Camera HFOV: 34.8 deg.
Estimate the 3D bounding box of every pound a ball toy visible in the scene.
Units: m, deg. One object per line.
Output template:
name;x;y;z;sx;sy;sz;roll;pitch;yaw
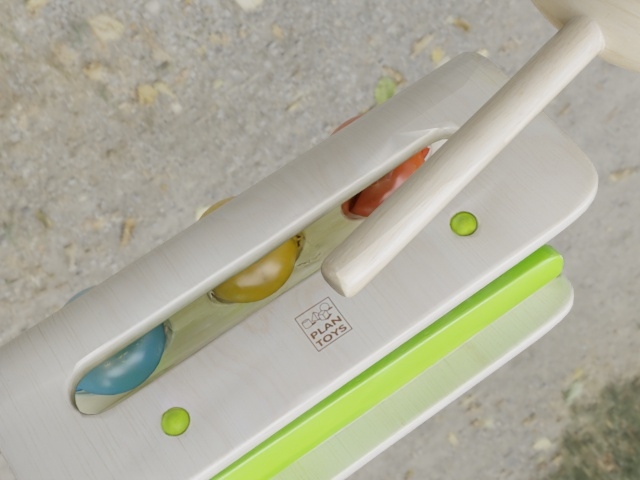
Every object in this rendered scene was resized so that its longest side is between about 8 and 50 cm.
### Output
pound a ball toy;0.000;0.000;0.456;0.319;0.136;0.208;-34;152;-11
